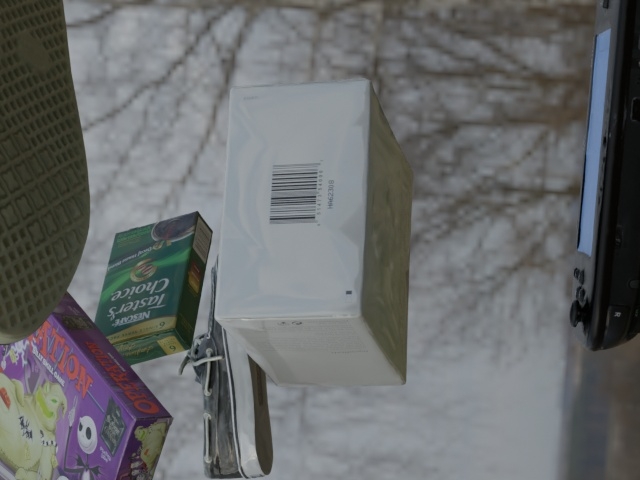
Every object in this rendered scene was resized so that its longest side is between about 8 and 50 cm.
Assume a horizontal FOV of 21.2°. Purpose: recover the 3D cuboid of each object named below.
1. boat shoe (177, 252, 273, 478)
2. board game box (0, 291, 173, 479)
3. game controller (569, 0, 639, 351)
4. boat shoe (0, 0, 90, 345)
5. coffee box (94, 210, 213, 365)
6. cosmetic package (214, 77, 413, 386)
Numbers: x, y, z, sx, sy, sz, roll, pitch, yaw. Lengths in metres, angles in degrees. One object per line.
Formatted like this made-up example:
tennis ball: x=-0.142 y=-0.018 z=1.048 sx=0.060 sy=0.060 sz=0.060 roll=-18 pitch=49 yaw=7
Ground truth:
boat shoe: x=-0.130 y=0.163 z=2.271 sx=0.113 sy=0.104 sz=0.306 roll=-15 pitch=-81 yaw=-77
board game box: x=-0.268 y=0.157 z=1.650 sx=0.056 sy=0.347 sz=0.208 roll=5 pitch=-64 yaw=-40
game controller: x=0.227 y=-0.075 z=1.340 sx=0.166 sy=0.067 sz=0.319 roll=-148 pitch=62 yaw=-83
boat shoe: x=-0.330 y=-0.100 z=1.614 sx=0.187 sy=0.156 sz=0.500 roll=42 pitch=-151 yaw=-46
coffee box: x=-0.184 y=0.054 z=1.861 sx=0.184 sy=0.113 sz=0.040 roll=-82 pitch=-31 yaw=-45
cosmetic package: x=0.000 y=0.000 z=1.586 sx=0.225 sy=0.138 sz=0.224 roll=55 pitch=-145 yaw=-65
